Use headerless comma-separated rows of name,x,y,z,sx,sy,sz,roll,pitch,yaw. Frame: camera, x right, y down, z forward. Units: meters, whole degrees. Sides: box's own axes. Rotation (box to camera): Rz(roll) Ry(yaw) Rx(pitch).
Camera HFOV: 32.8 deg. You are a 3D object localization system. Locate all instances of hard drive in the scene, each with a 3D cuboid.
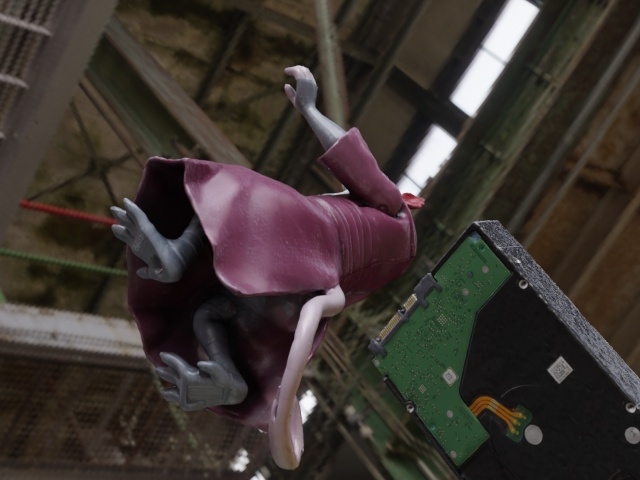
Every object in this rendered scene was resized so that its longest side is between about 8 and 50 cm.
hard drive,0.223,0.175,1.236,0.064,0.339,0.237,-4,-42,-51

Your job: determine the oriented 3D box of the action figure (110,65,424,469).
action figure,0.000,0.000,0.989,0.370,0.275,0.248,-17,-55,-47
